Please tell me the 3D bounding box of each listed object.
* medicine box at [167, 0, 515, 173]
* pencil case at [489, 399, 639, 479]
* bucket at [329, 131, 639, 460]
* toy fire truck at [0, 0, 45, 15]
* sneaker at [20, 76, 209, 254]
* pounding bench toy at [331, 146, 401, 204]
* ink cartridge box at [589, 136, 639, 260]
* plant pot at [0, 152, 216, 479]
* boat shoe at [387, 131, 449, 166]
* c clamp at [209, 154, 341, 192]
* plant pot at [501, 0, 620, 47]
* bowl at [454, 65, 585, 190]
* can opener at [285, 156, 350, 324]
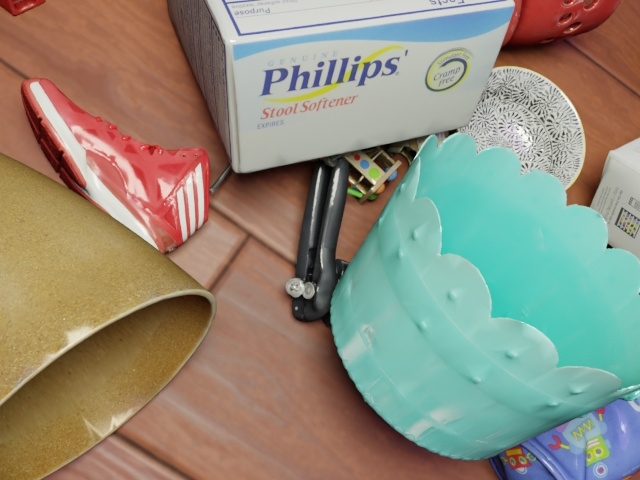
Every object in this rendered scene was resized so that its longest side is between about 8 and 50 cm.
[{"bbox_3d":[-0.005,-0.238,0.592,0.263,0.149,0.289,-14,56,-17],"label":"medicine box"},{"bbox_3d":[0.337,0.193,0.641,0.306,0.119,0.133,-26,61,-17],"label":"pencil case"},{"bbox_3d":[0.156,0.056,0.546,0.281,0.183,0.281,21,40,-19],"label":"bucket"},{"bbox_3d":[-0.325,-0.362,0.649,0.135,0.047,0.192,40,70,-3],"label":"toy fire truck"},{"bbox_3d":[-0.202,-0.089,0.607,0.128,0.087,0.221,-37,100,-27],"label":"sneaker"},{"bbox_3d":[0.043,-0.072,0.668,0.065,0.052,0.083,44,71,-1],"label":"pounding bench toy"},{"bbox_3d":[0.539,-0.042,0.678,0.309,0.130,0.272,-24,48,-18],"label":"ink cartridge box"},{"bbox_3d":[-0.263,0.041,0.493,0.237,0.237,0.254,-41,74,-19],"label":"plant pot"},{"bbox_3d":[0.114,-0.123,0.694,0.072,0.068,0.190,-20,82,-6],"label":"boat shoe"},{"bbox_3d":[-0.029,-0.103,0.632,0.160,0.022,0.137,-3,47,26],"label":"c clamp"},{"bbox_3d":[0.250,-0.334,0.717,0.174,0.191,0.191,-21,83,-8],"label":"plant pot"},{"bbox_3d":[0.229,-0.120,0.711,0.170,0.080,0.170,3,76,-14],"label":"bowl"},{"bbox_3d":[0.000,0.000,0.628,0.073,0.059,0.186,0,93,-57],"label":"can opener"}]
